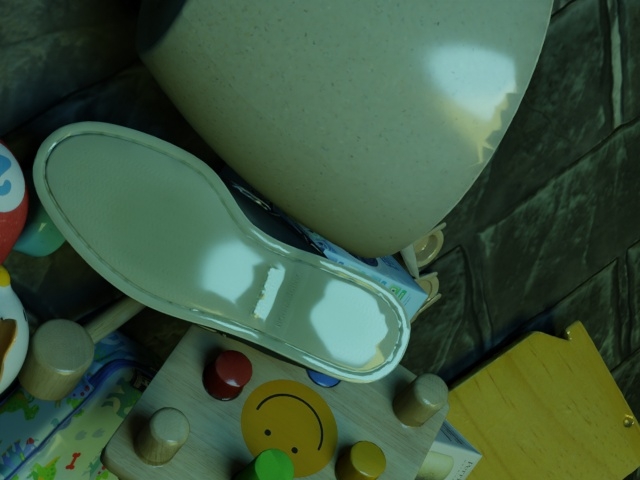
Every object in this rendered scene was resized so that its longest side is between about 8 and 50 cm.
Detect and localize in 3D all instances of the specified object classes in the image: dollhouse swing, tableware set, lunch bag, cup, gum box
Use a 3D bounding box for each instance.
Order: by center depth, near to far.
[{"bbox_3d":[-0.007,-0.180,1.000,0.237,0.331,0.331,22,108,-24],"label":"cup"},{"bbox_3d":[0.000,0.000,1.227,0.184,0.157,0.041,24,107,-43],"label":"gum box"},{"bbox_3d":[-0.238,0.198,1.252,0.219,0.090,0.176,-45,144,-1],"label":"lunch bag"},{"bbox_3d":[0.088,0.052,1.473,0.141,0.020,0.169,-28,137,-22],"label":"tableware set"},{"bbox_3d":[0.235,0.316,1.797,0.346,0.305,0.315,-32,97,-17],"label":"dollhouse swing"}]

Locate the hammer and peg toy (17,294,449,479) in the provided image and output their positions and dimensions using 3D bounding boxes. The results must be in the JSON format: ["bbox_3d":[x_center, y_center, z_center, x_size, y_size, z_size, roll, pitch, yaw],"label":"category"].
[{"bbox_3d":[-0.072,0.136,1.134,0.266,0.361,0.127,-55,-178,-37],"label":"hammer and peg toy"}]

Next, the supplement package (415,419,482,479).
[{"bbox_3d":[0.002,0.240,1.412,0.262,0.198,0.199,24,104,-49],"label":"supplement package"}]

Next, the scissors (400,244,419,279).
[{"bbox_3d":[0.083,-0.042,1.340,0.109,0.021,0.297,-26,139,18],"label":"scissors"}]

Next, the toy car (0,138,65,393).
[{"bbox_3d":[-0.281,0.038,0.958,0.210,0.238,0.219,-54,141,8],"label":"toy car"}]

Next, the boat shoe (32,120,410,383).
[{"bbox_3d":[-0.087,0.013,1.057,0.340,0.113,0.127,25,83,-10],"label":"boat shoe"}]
